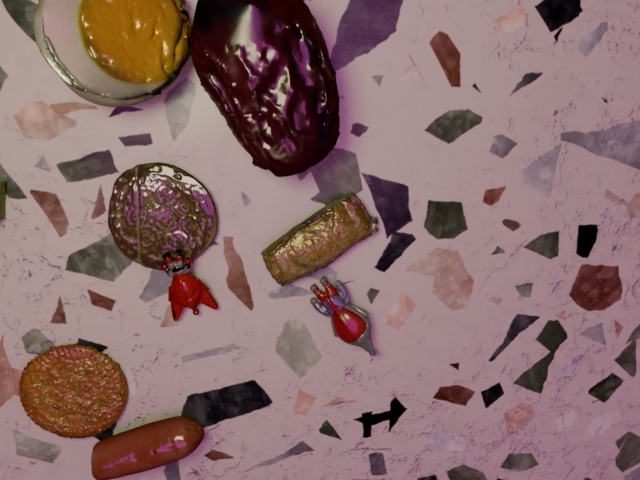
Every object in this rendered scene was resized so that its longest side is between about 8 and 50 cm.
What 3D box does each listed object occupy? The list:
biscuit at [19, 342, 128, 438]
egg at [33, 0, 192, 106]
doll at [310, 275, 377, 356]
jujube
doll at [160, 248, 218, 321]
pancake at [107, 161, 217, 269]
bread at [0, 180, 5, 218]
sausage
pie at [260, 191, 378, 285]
[{"bbox_3d":[-0.593,0.366,1.282,0.254,0.035,0.254,-1,104,-5],"label":"biscuit"},{"bbox_3d":[-0.404,-0.398,1.052,0.264,0.174,0.286,32,78,-24],"label":"egg"},{"bbox_3d":[0.062,0.188,1.277,0.102,0.075,0.227,-40,94,19],"label":"doll"},{"bbox_3d":[-0.101,-0.322,1.060,0.258,0.258,0.377,-25,117,1],"label":"jujube"},{"bbox_3d":[-0.311,0.102,1.224,0.109,0.057,0.169,-16,119,-2],"label":"doll"},{"bbox_3d":[-0.354,-0.050,1.204,0.250,0.031,0.250,-1,104,-5],"label":"pancake"},{"bbox_3d":[-0.759,-0.090,1.138,0.139,0.074,0.084,7,103,-5],"label":"bread"},{"bbox_3d":[-0.411,0.497,1.290,0.259,0.113,0.114,-17,104,-2],"label":"sausage"},{"bbox_3d":[0.000,0.000,1.232,0.282,0.068,0.129,-33,105,-1],"label":"pie"}]
